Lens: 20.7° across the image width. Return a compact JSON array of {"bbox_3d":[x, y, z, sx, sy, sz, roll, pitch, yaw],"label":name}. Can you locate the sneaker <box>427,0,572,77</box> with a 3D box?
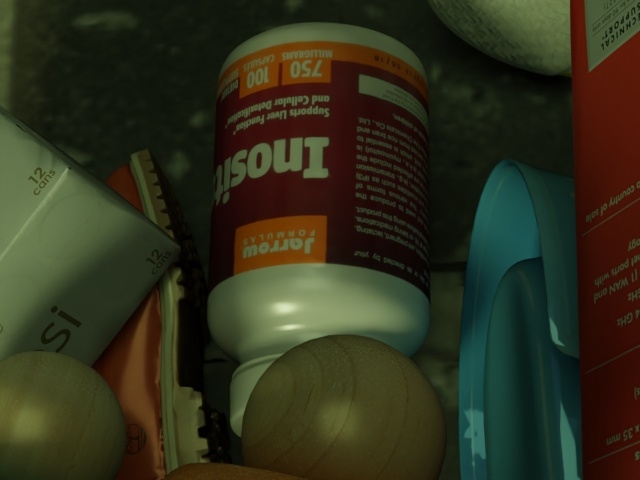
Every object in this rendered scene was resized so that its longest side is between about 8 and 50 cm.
[{"bbox_3d":[0.164,-0.134,0.727,0.240,0.091,0.126,2,48,9],"label":"sneaker"}]

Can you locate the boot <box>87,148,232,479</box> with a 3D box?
[{"bbox_3d":[-0.084,0.039,0.685,0.085,0.059,0.158,-10,66,8],"label":"boot"}]

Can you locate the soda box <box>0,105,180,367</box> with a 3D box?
[{"bbox_3d":[-0.154,0.058,0.641,0.069,0.074,0.216,36,87,39],"label":"soda box"}]

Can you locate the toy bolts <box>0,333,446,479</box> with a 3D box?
[{"bbox_3d":[-0.039,0.124,0.568,0.229,0.218,0.158,4,65,28],"label":"toy bolts"}]

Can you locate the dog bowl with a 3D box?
[{"bbox_3d":[0.099,0.116,0.574,0.074,0.166,0.297,1,65,-5],"label":"dog bowl"}]

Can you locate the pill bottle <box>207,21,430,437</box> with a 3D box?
[{"bbox_3d":[0.000,0.000,0.674,0.086,0.086,0.152,-2,65,6],"label":"pill bottle"}]

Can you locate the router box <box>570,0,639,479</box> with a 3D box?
[{"bbox_3d":[0.237,0.076,0.520,0.335,0.082,0.301,13,63,-24],"label":"router box"}]
